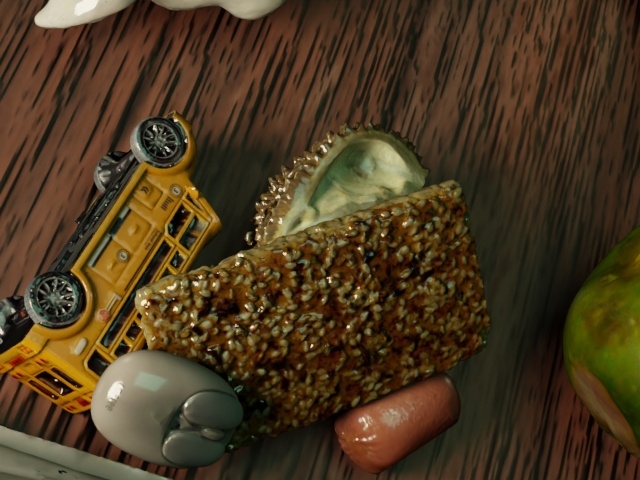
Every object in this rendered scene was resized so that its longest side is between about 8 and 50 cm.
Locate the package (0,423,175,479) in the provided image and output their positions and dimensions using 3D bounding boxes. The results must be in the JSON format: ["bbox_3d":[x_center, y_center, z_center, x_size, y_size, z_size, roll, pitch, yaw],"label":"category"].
[{"bbox_3d":[-0.132,0.206,0.730,0.311,0.221,0.165,21,20,-13],"label":"package"}]

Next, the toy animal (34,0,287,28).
[{"bbox_3d":[-0.070,-0.261,0.953,0.325,0.154,0.208,-14,67,-25],"label":"toy animal"}]

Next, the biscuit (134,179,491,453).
[{"bbox_3d":[0.004,0.052,0.832,0.231,0.025,0.131,-21,113,-17],"label":"biscuit"}]

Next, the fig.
[{"bbox_3d":[0.316,0.105,0.964,0.275,0.206,0.206,46,56,-17],"label":"fig"}]

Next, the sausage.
[{"bbox_3d":[0.054,0.118,0.890,0.094,0.059,0.054,-28,81,-32],"label":"sausage"}]

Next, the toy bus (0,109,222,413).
[{"bbox_3d":[-0.129,0.011,0.840,0.088,0.083,0.194,38,60,-16],"label":"toy bus"}]

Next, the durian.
[{"bbox_3d":[0.000,0.000,0.898,0.188,0.091,0.148,-18,96,-40],"label":"durian"}]

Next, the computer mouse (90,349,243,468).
[{"bbox_3d":[-0.089,0.103,0.771,0.096,0.039,0.066,28,93,-26],"label":"computer mouse"}]
